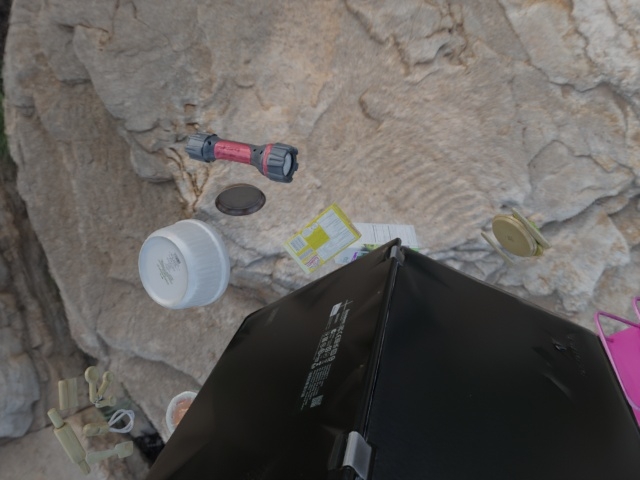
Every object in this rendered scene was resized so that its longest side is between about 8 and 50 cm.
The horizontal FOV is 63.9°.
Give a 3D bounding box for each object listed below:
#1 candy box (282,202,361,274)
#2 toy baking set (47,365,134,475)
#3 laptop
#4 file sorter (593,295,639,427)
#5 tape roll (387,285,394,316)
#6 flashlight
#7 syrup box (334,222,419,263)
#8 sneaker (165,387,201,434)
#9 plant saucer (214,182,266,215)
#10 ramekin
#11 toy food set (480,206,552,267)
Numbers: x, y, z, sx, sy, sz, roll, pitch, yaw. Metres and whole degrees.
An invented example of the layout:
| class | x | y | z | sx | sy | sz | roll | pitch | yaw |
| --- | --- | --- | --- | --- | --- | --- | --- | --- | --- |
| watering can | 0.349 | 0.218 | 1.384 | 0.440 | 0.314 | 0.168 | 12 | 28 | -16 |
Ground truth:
| class | x | y | z | sx | sy | sz | roll | pitch | yaw |
| --- | --- | --- | --- | --- | --- | --- | --- | --- | --- |
| candy box | 0.000 | 0.000 | 1.287 | 0.105 | 0.027 | 0.205 | 49 | 129 | -6 |
| toy baking set | -0.475 | 0.389 | 1.099 | 0.030 | 0.197 | 0.257 | -12 | 105 | 18 |
| laptop | 0.073 | 0.190 | 0.522 | 0.407 | 0.382 | 0.236 | -29 | 105 | 24 |
| file sorter | 0.613 | 0.189 | 0.882 | 0.182 | 0.202 | 0.290 | 19 | 139 | -27 |
| tape roll | 0.290 | 0.172 | 1.751 | 0.219 | 0.219 | 0.072 | -39 | 86 | 9 |
| flashlight | -0.211 | -0.223 | 1.344 | 0.303 | 0.103 | 0.103 | 13 | 69 | 18 |
| syrup box | 0.160 | 0.012 | 1.519 | 0.236 | 0.093 | 0.097 | 2 | 56 | -13 |
| sneaker | -0.117 | 0.356 | 0.835 | 0.108 | 0.121 | 0.302 | -43 | 79 | 3 |
| plant saucer | -0.263 | -0.138 | 1.687 | 0.168 | 0.168 | 0.029 | -17 | 59 | 7 |
| ramekin | -0.320 | 0.059 | 1.175 | 0.207 | 0.109 | 0.207 | 6 | 102 | 31 |
| toy food set | 0.451 | -0.012 | 1.177 | 0.038 | 0.192 | 0.132 | -38 | 81 | -15 |
